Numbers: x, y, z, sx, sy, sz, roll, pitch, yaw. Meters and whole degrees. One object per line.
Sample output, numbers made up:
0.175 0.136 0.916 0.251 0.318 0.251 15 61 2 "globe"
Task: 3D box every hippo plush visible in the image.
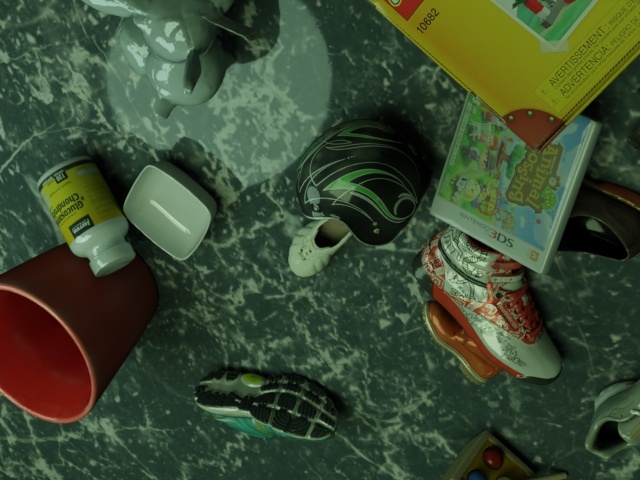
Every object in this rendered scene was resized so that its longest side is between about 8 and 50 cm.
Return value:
-0.176 -0.306 1.784 0.294 0.234 0.236 43 166 19 "hippo plush"

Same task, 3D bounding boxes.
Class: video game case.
0.248 -0.092 1.666 0.193 0.023 0.212 31 115 34 "video game case"

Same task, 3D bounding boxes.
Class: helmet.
0.053 -0.086 1.777 0.161 0.169 0.169 32 135 -15 "helmet"

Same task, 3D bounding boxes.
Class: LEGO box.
0.275 -0.400 1.401 0.372 0.193 0.500 42 133 0 "LEGO box"

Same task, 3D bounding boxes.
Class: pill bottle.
-0.376 -0.038 2.092 0.103 0.103 0.184 -40 76 43 "pill bottle"

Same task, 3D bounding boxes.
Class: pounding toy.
0.278 0.375 1.986 0.141 0.130 0.100 41 145 2 "pounding toy"

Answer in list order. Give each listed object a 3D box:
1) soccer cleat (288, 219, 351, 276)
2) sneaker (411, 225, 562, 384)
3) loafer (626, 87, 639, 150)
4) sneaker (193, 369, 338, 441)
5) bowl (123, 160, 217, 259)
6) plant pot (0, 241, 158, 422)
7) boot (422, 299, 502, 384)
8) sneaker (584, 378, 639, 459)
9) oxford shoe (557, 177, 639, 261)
0.000 0.000 1.929 0.068 0.076 0.196 44 133 -1 "soccer cleat"
0.263 0.080 1.808 0.270 0.090 0.145 43 135 3 "sneaker"
0.413 -0.172 1.562 0.061 0.062 0.170 24 129 23 "loafer"
-0.084 0.288 2.184 0.275 0.107 0.110 10 144 32 "sneaker"
-0.232 -0.054 2.056 0.142 0.053 0.142 40 133 4 "bowl"
-0.420 0.129 2.170 0.275 0.243 0.275 16 127 22 "plant pot"
0.221 0.137 1.901 0.158 0.059 0.084 46 130 -14 "boot"
0.462 0.223 1.757 0.099 0.121 0.262 40 133 2 "sneaker"
0.299 -0.047 1.691 0.271 0.098 0.097 18 129 22 "oxford shoe"
